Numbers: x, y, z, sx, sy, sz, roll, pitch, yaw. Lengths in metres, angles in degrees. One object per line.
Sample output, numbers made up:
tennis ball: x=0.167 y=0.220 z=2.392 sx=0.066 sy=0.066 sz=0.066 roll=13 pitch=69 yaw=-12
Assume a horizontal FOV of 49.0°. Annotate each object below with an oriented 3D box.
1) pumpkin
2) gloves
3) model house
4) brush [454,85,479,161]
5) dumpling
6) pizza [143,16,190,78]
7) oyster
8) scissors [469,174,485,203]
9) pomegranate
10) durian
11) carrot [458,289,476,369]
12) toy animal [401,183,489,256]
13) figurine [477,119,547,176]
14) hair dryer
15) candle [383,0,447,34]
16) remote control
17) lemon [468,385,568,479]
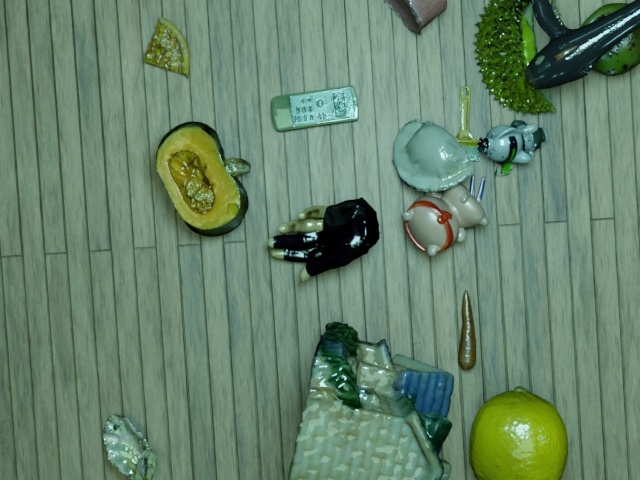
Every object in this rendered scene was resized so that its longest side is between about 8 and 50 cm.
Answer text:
pumpkin: x=-0.296 y=-0.173 z=1.864 sx=0.222 sy=0.139 sz=0.317 roll=-25 pitch=87 yaw=6
gloves: x=0.007 y=0.001 z=1.847 sx=0.301 sy=0.152 sz=0.197 roll=-8 pitch=70 yaw=9
model house: x=0.151 y=0.439 z=1.705 sx=0.400 sy=0.445 sz=0.394 roll=15 pitch=90 yaw=4
brush: x=0.389 y=-0.316 z=1.893 sx=0.083 sy=0.011 sz=0.205 roll=1 pitch=90 yaw=3
dumpling: x=0.283 y=-0.209 z=1.840 sx=0.172 sy=0.142 sz=0.247 roll=-45 pitch=56 yaw=0
pizza: x=-0.423 y=-0.517 z=1.906 sx=0.131 sy=0.041 sz=0.178 roll=-11 pitch=91 yaw=4
oyster: x=-0.514 y=0.568 z=1.924 sx=0.209 sy=0.072 sz=0.132 roll=37 pitch=99 yaw=21
scissors: x=0.418 y=-0.120 z=1.894 sx=0.039 sy=0.012 sz=0.113 roll=10 pitch=92 yaw=2
pomegranate: x=0.739 y=-0.527 z=1.782 sx=0.179 sy=0.179 sz=0.210 roll=-43 pitch=132 yaw=2
durian: x=0.513 y=-0.497 z=1.853 sx=0.169 sy=0.158 sz=0.351 roll=-12 pitch=91 yaw=-32
carrot: x=0.396 y=0.241 z=1.891 sx=0.048 sy=0.048 sz=0.216 roll=1 pitch=87 yaw=2
toy animal: x=0.319 y=-0.056 z=1.835 sx=0.198 sy=0.171 sz=0.171 roll=-31 pitch=90 yaw=-5
figurine: x=0.498 y=-0.254 z=1.836 sx=0.193 sy=0.147 sz=0.126 roll=-8 pitch=72 yaw=-16
hair dryer: x=0.574 y=-0.567 z=1.682 sx=0.304 sy=0.120 sz=0.359 roll=-35 pitch=80 yaw=35
candle: x=0.192 y=-0.699 z=1.791 sx=0.131 sy=0.287 sz=0.317 roll=-41 pitch=132 yaw=0
remote control: x=-0.015 y=-0.356 z=1.895 sx=0.234 sy=0.038 sz=0.098 roll=-8 pitch=91 yaw=2
lemon: x=0.502 y=0.531 z=1.790 sx=0.245 sy=0.245 sz=0.319 roll=4 pitch=91 yaw=2
